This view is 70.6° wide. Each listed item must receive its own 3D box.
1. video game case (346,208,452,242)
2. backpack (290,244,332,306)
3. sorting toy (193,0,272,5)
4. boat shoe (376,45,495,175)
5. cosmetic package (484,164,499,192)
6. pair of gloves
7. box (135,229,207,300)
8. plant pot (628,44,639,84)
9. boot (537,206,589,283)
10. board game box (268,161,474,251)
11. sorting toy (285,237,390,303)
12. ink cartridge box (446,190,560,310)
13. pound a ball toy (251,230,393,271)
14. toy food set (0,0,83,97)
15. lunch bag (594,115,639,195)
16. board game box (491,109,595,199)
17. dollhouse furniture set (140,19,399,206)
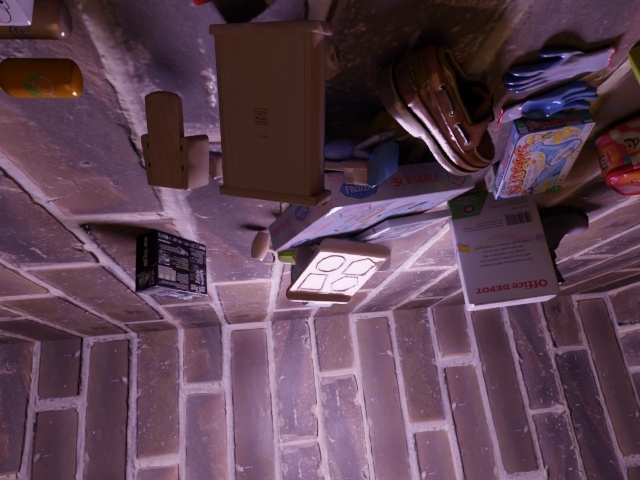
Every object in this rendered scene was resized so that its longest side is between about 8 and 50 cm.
[{"bbox_3d":[0.180,-0.027,1.052,0.190,0.022,0.173,-10,170,-30],"label":"video game case"},{"bbox_3d":[-0.014,0.104,1.350,0.144,0.189,0.166,-1,161,-17],"label":"backpack"},{"bbox_3d":[-0.032,-0.283,0.419,0.274,0.046,0.132,-9,161,8],"label":"sorting toy"},{"bbox_3d":[0.215,-0.185,0.691,0.104,0.111,0.307,-20,158,37],"label":"boat shoe"},{"bbox_3d":[0.431,-0.142,1.000,0.115,0.041,0.060,-7,160,2],"label":"cosmetic package"},{"bbox_3d":[0.367,-0.241,0.717,0.159,0.023,0.198,-11,162,12],"label":"pair of gloves"},{"bbox_3d":[-0.389,0.071,1.189,0.077,0.147,0.180,-16,160,25],"label":"box"},{"bbox_3d":[0.610,-0.200,0.633,0.228,0.207,0.227,13,154,-43],"label":"plant pot"},{"bbox_3d":[0.645,0.023,1.277,0.338,0.223,0.118,2,159,-23],"label":"boot"},{"bbox_3d":[0.090,-0.067,0.942,0.317,0.066,0.318,-10,169,-27],"label":"board game box"},{"bbox_3d":[0.038,0.072,1.072,0.193,0.038,0.208,7,134,-31],"label":"sorting toy"},{"bbox_3d":[0.438,0.022,1.116,0.201,0.278,0.117,-10,161,11],"label":"ink cartridge box"},{"bbox_3d":[0.000,0.000,1.186,0.319,0.136,0.208,5,-179,-26],"label":"pound a ball toy"},{"bbox_3d":[-0.299,-0.227,0.388,0.104,0.111,0.232,-4,164,-9],"label":"toy food set"},{"bbox_3d":[0.714,-0.183,0.874,0.293,0.120,0.258,-21,161,40],"label":"lunch bag"},{"bbox_3d":[0.426,-0.160,0.887,0.136,0.035,0.201,-8,148,4],"label":"board game box"},{"bbox_3d":[-0.048,-0.191,0.663,0.286,0.198,0.303,9,-160,22],"label":"dollhouse furniture set"}]
